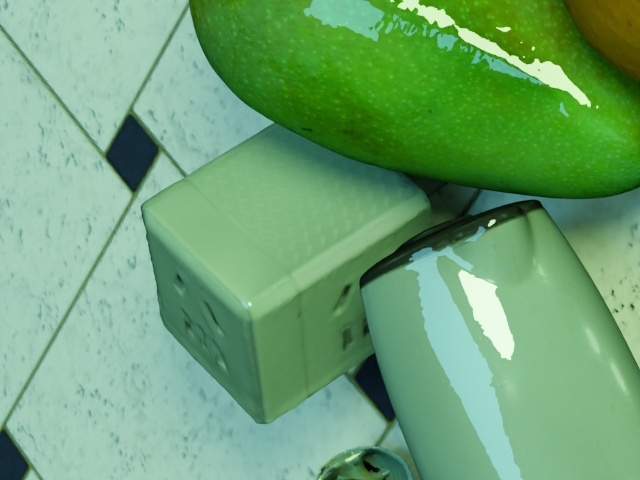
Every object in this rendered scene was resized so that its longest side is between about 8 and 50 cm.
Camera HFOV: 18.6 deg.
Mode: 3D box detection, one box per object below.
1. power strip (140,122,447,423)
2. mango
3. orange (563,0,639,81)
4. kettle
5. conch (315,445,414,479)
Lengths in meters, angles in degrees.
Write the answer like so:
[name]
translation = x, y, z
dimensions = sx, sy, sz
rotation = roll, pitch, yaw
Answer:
[power strip]
translation = 0.000, 0.000, 1.414
dimensions = 0.139, 0.224, 0.140
rotation = 42, 153, 34
[mango]
translation = 0.072, -0.136, 1.295
dimensions = 0.382, 0.225, 0.201
rotation = 29, 84, 30
[orange]
translation = 0.227, -0.175, 1.120
dimensions = 0.206, 0.206, 0.206
rotation = 2, 92, 42
[kettle]
translation = 0.117, 0.102, 1.298
dimensions = 0.236, 0.161, 0.221
rotation = 65, 160, 3
[conch]
translation = 0.034, 0.195, 1.461
dimensions = 0.085, 0.056, 0.076
rotation = -10, 65, 13
